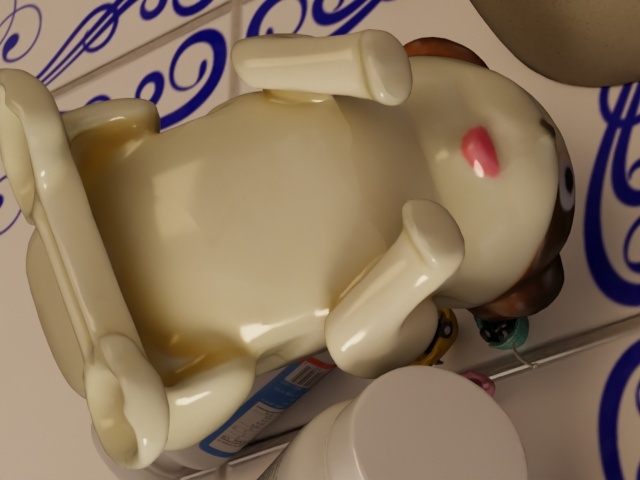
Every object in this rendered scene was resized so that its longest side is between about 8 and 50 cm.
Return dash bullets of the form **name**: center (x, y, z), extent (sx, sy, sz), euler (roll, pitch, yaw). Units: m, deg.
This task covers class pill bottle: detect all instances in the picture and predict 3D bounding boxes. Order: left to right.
- **pill bottle**: center (-0.093, 0.120, 1.657), extent (0.221, 0.124, 0.124), euler (-41, 45, 18)
- **pill bottle**: center (0.025, 0.212, 1.389), extent (0.283, 0.160, 0.160), euler (128, 146, -51)

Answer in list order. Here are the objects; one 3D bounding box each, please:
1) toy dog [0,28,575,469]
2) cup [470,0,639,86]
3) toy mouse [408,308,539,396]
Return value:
- **toy dog**: center (0.000, 0.000, 1.415), extent (0.408, 0.395, 0.284), euler (-18, 70, -14)
- **cup**: center (0.202, -0.322, 1.541), extent (0.331, 0.237, 0.331), euler (-23, 53, 34)
- **toy mouse**: center (0.127, 0.094, 1.529), extent (0.143, 0.031, 0.161), euler (4, 71, 45)
